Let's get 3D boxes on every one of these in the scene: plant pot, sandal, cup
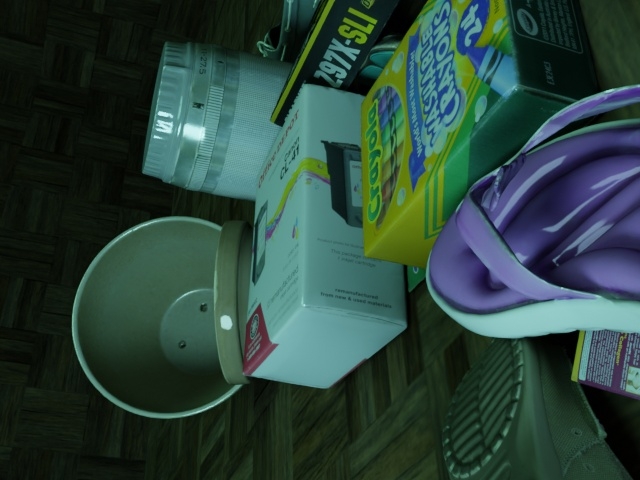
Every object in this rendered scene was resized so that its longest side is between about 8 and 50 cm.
[{"bbox_3d":[-0.079,0.088,1.125,0.237,0.110,0.237,-1,-90,-87],"label":"plant pot"},{"bbox_3d":[0.158,-0.028,0.460,0.169,0.102,0.416,-57,14,-11],"label":"sandal"},{"bbox_3d":[-0.230,0.146,1.367,0.237,0.331,0.331,67,-150,-75],"label":"cup"}]

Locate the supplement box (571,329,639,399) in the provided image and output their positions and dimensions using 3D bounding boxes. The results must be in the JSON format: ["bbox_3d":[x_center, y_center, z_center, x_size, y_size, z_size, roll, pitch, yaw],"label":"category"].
[{"bbox_3d":[0.194,0.067,0.458,0.083,0.043,0.055,-177,100,-73],"label":"supplement box"}]

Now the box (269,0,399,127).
[{"bbox_3d":[0.048,-0.318,0.999,0.322,0.079,0.257,126,164,-53],"label":"box"}]

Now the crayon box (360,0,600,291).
[{"bbox_3d":[0.118,-0.112,0.742,0.323,0.083,0.203,126,150,-53],"label":"crayon box"}]

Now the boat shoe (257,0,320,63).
[{"bbox_3d":[-0.064,-0.379,1.444,0.319,0.099,0.116,131,146,-57],"label":"boat shoe"}]

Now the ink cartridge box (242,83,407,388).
[{"bbox_3d":[0.000,0.000,0.962,0.226,0.131,0.306,126,148,-54],"label":"ink cartridge box"}]

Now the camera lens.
[{"bbox_3d":[-0.116,-0.172,1.180,0.219,0.274,0.219,-170,90,-75],"label":"camera lens"}]

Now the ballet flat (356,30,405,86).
[{"bbox_3d":[0.084,-0.236,0.974,0.052,0.057,0.168,-70,17,-6],"label":"ballet flat"}]

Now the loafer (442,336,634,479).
[{"bbox_3d":[0.143,0.152,0.493,0.102,0.092,0.268,-56,10,28],"label":"loafer"}]
